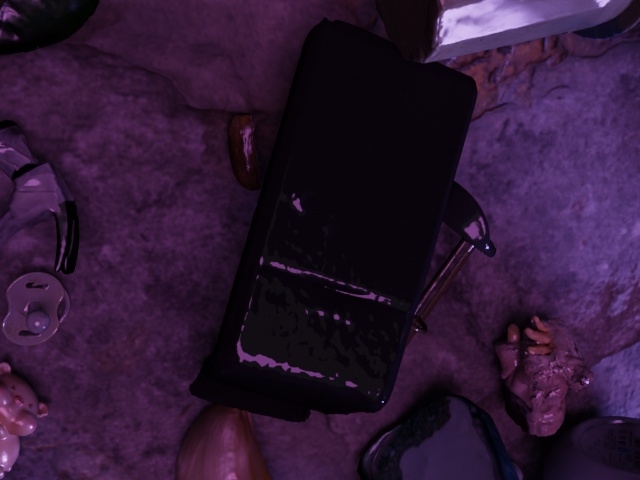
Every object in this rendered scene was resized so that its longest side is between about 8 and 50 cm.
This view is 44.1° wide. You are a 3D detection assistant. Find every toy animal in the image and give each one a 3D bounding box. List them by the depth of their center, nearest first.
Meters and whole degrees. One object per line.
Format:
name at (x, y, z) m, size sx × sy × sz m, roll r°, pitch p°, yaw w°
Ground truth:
toy animal at (-0.329, 0.189, 0.829) m, size 0.082 × 0.091 × 0.114 m, roll -24°, pitch 109°, yaw -18°

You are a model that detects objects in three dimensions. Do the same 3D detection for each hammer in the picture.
hammer at (-0.419, 0.063, 0.785) m, size 0.427 × 0.044 × 0.152 m, roll -36°, pitch 88°, yaw 8°

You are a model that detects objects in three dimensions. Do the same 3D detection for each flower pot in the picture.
flower pot at (0.154, -0.261, 0.701) m, size 0.202 × 0.212 × 0.212 m, roll -18°, pitch 110°, yaw -12°

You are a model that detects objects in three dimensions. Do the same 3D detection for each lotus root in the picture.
lotus root at (-0.079, -0.089, 0.813) m, size 0.030 × 0.037 × 0.083 m, roll -10°, pitch 109°, yaw -4°

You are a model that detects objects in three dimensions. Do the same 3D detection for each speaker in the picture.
speaker at (0.000, 0.000, 0.798) m, size 0.180 × 0.184 × 0.388 m, roll 19°, pitch 83°, yaw -17°

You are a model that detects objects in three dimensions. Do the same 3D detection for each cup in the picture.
cup at (0.363, 0.385, 0.961) m, size 0.205 × 0.205 × 0.312 m, roll -3°, pitch 106°, yaw -10°

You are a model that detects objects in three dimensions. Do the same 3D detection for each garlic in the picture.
garlic at (-0.102, 0.271, 0.881) m, size 0.128 × 0.115 × 0.207 m, roll -10°, pitch 106°, yaw -1°

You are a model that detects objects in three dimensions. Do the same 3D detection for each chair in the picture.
chair at (0.113, 0.045, 0.868) m, size 0.095 × 0.104 × 0.221 m, roll 23°, pitch 108°, yaw -43°

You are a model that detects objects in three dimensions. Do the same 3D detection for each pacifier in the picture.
pacifier at (-0.288, 0.076, 0.811) m, size 0.068 × 0.064 × 0.083 m, roll 6°, pitch 107°, yaw -31°

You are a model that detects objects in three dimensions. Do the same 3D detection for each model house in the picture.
model house at (0.191, 0.359, 0.915) m, size 0.184 × 0.253 × 0.291 m, roll -33°, pitch 128°, yaw 14°

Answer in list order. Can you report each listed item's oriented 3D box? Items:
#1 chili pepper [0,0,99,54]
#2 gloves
chili pepper at (-0.249, -0.293, 0.689) m, size 0.148 × 0.116 × 0.264 m, roll 7°, pitch 107°, yaw -25°
gloves at (0.262, 0.156, 0.925) m, size 0.094 × 0.110 × 0.144 m, roll -5°, pitch 137°, yaw -17°
